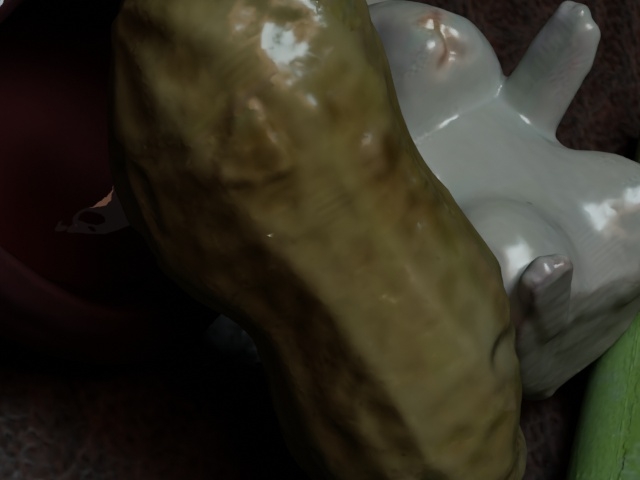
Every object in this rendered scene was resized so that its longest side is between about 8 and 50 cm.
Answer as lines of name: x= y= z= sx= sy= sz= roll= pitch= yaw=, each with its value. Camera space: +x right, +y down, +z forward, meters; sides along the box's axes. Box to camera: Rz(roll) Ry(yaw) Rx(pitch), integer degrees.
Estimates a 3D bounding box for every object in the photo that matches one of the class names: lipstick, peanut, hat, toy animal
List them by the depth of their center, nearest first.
peanut: x=0.000 y=0.000 z=0.732 sx=0.130 sy=0.130 sz=0.290 roll=-41 pitch=108 yaw=-38
hat: x=-0.111 y=-0.040 z=0.789 sx=0.205 sy=0.089 sz=0.205 roll=5 pitch=81 yaw=-37
toy animal: x=0.054 y=-0.059 z=0.864 sx=0.141 sy=0.138 sz=0.282 roll=-26 pitch=75 yaw=-31
lipstick: x=0.178 y=0.050 z=0.904 sx=0.076 sy=0.076 sz=0.304 roll=27 pitch=54 yaw=-11
